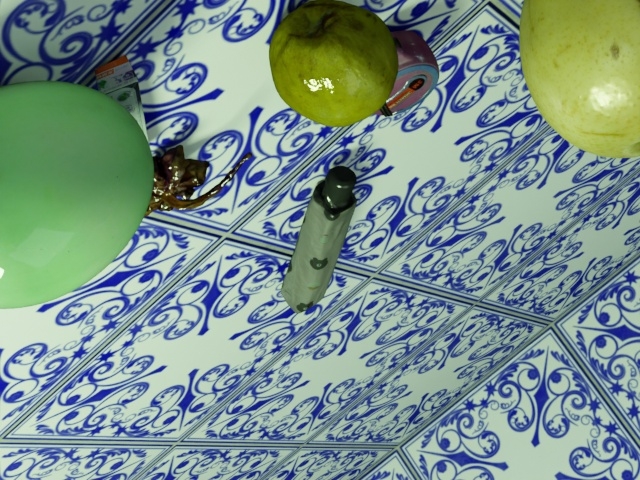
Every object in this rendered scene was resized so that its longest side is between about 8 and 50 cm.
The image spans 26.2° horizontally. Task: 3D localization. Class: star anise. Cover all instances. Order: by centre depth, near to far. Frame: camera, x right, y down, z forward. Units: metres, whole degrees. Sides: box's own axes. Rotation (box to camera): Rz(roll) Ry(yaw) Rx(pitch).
[{"bbox_3d":[-0.168,-0.076,1.699,0.190,0.070,0.097,-30,149,23],"label":"star anise"}]

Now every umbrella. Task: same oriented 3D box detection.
[{"bbox_3d":[0.000,0.000,2.082,0.073,0.067,0.337,-44,165,-32],"label":"umbrella"}]

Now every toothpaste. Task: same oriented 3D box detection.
[{"bbox_3d":[-0.224,-0.133,1.562,0.047,0.040,0.196,-24,155,-13],"label":"toothpaste"}]

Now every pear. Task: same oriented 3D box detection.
[{"bbox_3d":[0.015,-0.208,1.596,0.149,0.149,0.162,-36,153,4],"label":"pear"},{"bbox_3d":[0.411,-0.264,1.842,0.309,0.309,0.309,-28,156,-14],"label":"pear"}]

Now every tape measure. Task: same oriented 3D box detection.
[{"bbox_3d":[0.088,-0.216,1.771,0.118,0.074,0.125,-39,152,25],"label":"tape measure"}]

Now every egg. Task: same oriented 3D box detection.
[{"bbox_3d":[-0.297,-0.049,1.397,0.269,0.220,0.220,-36,160,-29],"label":"egg"}]
